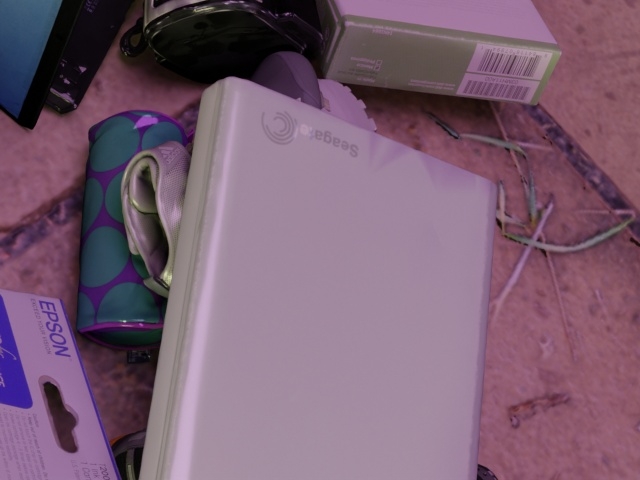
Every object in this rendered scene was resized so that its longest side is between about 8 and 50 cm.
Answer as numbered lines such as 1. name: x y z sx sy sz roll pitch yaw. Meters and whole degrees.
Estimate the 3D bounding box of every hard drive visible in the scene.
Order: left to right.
1. hard drive: 0.005 0.082 0.784 0.203 0.040 0.308 20 66 -29

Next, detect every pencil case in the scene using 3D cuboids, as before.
1. pencil case: -0.114 -0.005 0.865 0.070 0.064 0.152 4 65 -13

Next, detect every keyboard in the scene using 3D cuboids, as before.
1. keyboard: -0.154 -0.166 0.946 0.108 0.023 0.180 31 59 -16

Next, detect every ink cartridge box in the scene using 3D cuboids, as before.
1. ink cartridge box: -0.209 0.091 0.729 0.208 0.045 0.206 17 32 -38
2. ink cartridge box: 0.061 -0.200 1.038 0.171 0.056 0.235 4 41 -22

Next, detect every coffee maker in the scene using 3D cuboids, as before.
1. coffee maker: -0.056 -0.205 0.938 0.171 0.120 0.178 3 73 -42

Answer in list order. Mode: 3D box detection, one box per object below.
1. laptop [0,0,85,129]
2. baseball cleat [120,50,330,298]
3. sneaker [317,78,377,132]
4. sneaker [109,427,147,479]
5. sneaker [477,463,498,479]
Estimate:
1. laptop: -0.281 -0.159 0.768 0.264 0.234 0.137 -8 69 -26
2. baseball cleat: -0.057 -0.051 0.842 0.109 0.072 0.206 33 49 -30
3. sneaker: 0.000 0.000 0.903 0.094 0.090 0.235 -9 67 -12
4. sneaker: -0.041 0.187 0.796 0.215 0.083 0.084 40 56 -3
5. sneaker: 0.066 0.167 0.868 0.188 0.067 0.078 32 44 -7
